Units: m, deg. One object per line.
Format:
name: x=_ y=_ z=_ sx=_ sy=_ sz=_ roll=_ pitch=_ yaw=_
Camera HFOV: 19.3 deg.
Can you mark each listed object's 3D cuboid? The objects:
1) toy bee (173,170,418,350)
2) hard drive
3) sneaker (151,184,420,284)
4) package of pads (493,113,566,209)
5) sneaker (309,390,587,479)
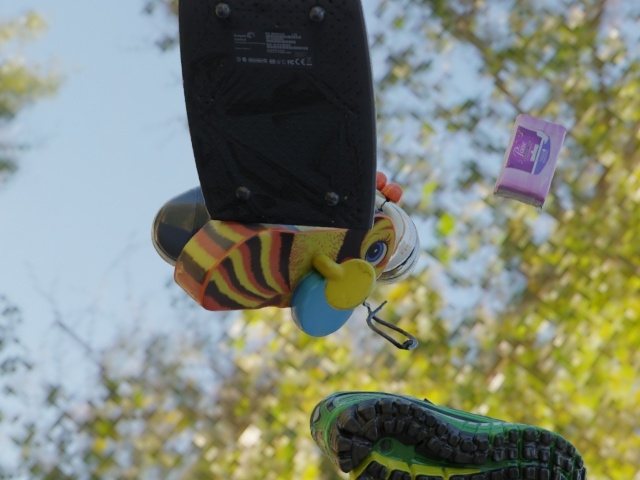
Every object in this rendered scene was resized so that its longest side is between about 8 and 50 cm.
toy bee: x=0.000 y=0.000 z=1.817 sx=0.195 sy=0.162 sz=0.298 roll=30 pitch=14 yaw=23
hard drive: x=-0.032 y=-0.128 z=1.655 sx=0.172 sy=0.054 sz=0.254 roll=4 pitch=-54 yaw=12
sneaker: x=-0.045 y=-0.020 z=2.189 sx=0.321 sy=0.126 sz=0.127 roll=3 pitch=-16 yaw=5
package of pads: x=0.200 y=-0.075 z=1.797 sx=0.050 sy=0.083 sz=0.032 roll=18 pitch=-19 yaw=3
sneaker: x=0.146 y=0.232 z=2.065 sx=0.343 sy=0.134 sz=0.146 roll=23 pitch=3 yaw=-25
